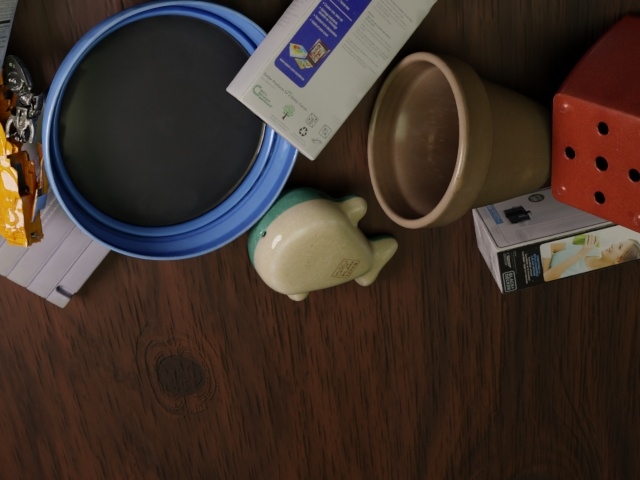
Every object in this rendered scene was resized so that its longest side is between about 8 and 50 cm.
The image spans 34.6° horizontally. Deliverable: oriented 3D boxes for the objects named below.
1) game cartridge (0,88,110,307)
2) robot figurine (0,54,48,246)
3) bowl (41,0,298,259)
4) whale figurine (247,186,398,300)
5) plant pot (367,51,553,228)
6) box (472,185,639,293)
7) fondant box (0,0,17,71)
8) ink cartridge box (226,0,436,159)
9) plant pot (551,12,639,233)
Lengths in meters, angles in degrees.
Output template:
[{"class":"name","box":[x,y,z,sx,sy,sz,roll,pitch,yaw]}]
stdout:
[{"class":"game cartridge","box":[-0.401,-0.079,1.610,0.230,0.068,0.355,35,110,-20]},{"class":"robot figurine","box":[-0.488,-0.139,1.496,0.211,0.085,0.291,2,102,15]},{"class":"bowl","box":[-0.216,-0.163,1.511,0.391,0.077,0.391,-12,117,-24]},{"class":"whale figurine","box":[0.000,0.000,1.693,0.272,0.141,0.216,11,121,-43]},{"class":"plant pot","box":[0.232,-0.145,1.576,0.229,0.263,0.263,1,122,-29]},{"class":"box","box":[0.414,-0.021,1.705,0.289,0.169,0.087,-13,119,1]},{"class":"fondant box","box":[-0.527,-0.336,1.353,0.238,0.096,0.330,26,113,9]},{"class":"ink cartridge box","box":[0.027,-0.296,1.499,0.165,0.065,0.333,38,92,-34]},{"class":"plant pot","box":[0.489,-0.154,1.527,0.235,0.267,0.267,-28,127,-31]}]
